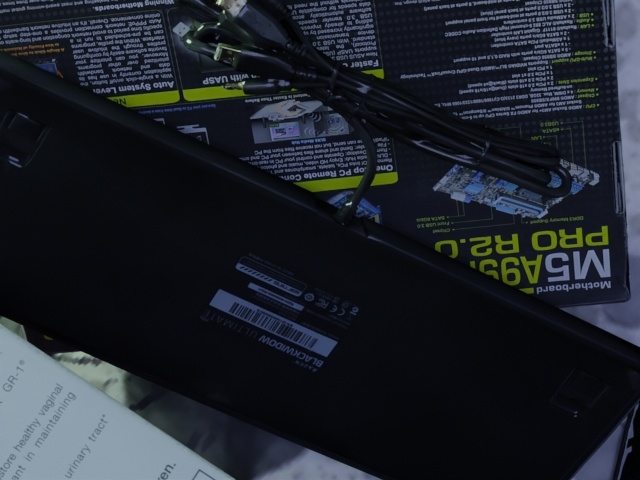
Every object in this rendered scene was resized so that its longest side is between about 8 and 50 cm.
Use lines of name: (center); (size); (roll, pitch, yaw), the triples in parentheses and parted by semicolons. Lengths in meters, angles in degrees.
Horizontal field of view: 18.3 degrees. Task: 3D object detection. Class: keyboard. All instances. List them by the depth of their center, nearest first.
keyboard: (0.000, 0.000, 0.813); (0.317, 0.033, 0.201); (24, 126, -15)

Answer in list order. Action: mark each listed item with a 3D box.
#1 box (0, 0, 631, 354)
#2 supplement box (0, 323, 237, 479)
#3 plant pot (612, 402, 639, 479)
box: (-0.012, -0.063, 0.825); (0.270, 0.060, 0.216); (-6, 125, 6)
supplement box: (-0.143, 0.097, 0.804); (0.220, 0.111, 0.114); (33, 77, -3)
plant pot: (0.228, 0.097, 0.807); (0.167, 0.188, 0.187); (13, 91, -8)
